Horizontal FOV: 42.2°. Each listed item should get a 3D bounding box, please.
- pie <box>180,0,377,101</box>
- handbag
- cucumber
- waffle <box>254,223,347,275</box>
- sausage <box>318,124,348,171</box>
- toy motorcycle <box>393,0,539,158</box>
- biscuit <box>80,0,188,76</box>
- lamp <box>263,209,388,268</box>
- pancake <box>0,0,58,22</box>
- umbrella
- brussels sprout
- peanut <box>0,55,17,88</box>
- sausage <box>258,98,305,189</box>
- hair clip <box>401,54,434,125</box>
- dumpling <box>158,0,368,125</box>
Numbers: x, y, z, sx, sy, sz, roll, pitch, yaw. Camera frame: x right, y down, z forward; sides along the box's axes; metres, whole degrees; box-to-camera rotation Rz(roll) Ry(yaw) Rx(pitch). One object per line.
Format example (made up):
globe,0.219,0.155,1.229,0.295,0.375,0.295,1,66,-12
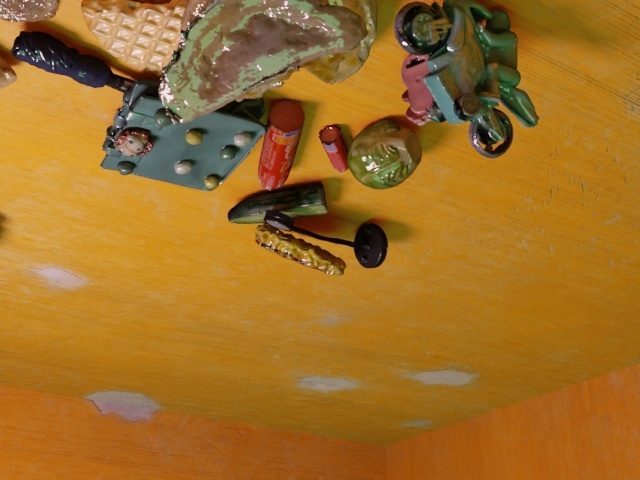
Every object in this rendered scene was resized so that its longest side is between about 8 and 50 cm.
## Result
pie,-0.070,-0.342,1.318,0.337,0.075,0.337,-9,144,-7
handbag,-0.265,-0.192,1.602,0.274,0.100,0.268,5,155,-31
cucumber,-0.101,-0.082,1.893,0.243,0.063,0.115,-9,168,14
waffle,-0.045,0.019,1.968,0.237,0.059,0.243,22,-175,-7
sausage,0.036,-0.184,1.723,0.048,0.050,0.145,19,162,24
toy motorcycle,0.251,-0.285,1.364,0.296,0.198,0.109,56,163,-17
biscuit,-0.234,-0.342,1.413,0.308,0.040,0.204,-2,153,5
lamp,0.014,-0.035,1.933,0.371,0.109,0.130,24,172,-37
pancake,-0.490,-0.395,1.329,0.139,0.022,0.139,1,153,0
umbrella,-0.418,-0.309,1.464,0.248,0.071,0.071,15,150,-37
brussels sprout,0.130,-0.165,1.676,0.155,0.118,0.155,9,157,4
peanut,-0.626,-0.308,1.443,0.187,0.082,0.082,9,152,-19
sausage,-0.087,-0.179,1.695,0.074,0.074,0.274,5,153,-10
hair clip,0.197,-0.257,1.477,0.123,0.138,0.102,-24,150,26
dumpling,-0.108,-0.305,1.231,0.332,0.086,0.166,-22,122,10
